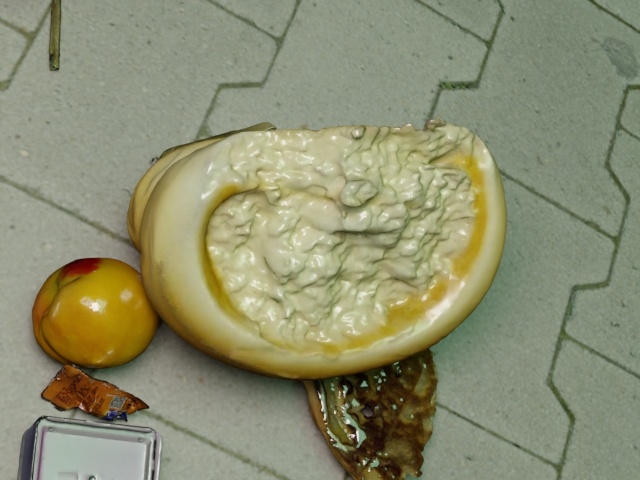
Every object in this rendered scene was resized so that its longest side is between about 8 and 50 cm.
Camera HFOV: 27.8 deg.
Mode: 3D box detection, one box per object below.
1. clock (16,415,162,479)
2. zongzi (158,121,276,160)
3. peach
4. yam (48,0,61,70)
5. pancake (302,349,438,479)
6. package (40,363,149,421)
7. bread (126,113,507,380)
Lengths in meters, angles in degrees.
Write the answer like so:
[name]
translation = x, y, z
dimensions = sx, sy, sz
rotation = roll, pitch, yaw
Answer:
[clock]
translation = -0.252, 0.293, 1.394
dimensions = 0.145, 0.073, 0.193
rotation = 11, 68, -23
[zongzi]
translation = -0.108, -0.046, 1.592
dimensions = 0.160, 0.078, 0.176
rotation = -16, 88, -24
[peach]
translation = -0.245, 0.081, 1.437
dimensions = 0.138, 0.138, 0.138
rotation = 9, 68, -23
[yam]
translation = -0.325, -0.256, 1.591
dimensions = 0.014, 0.014, 0.107
rotation = 6, 69, -24
[pancake]
translation = 0.046, 0.191, 1.591
dimensions = 0.212, 0.056, 0.257
rotation = 28, 54, -23
[package]
translation = -0.250, 0.176, 1.441
dimensions = 0.111, 0.077, 0.033
rotation = 25, 60, -28
[bread]
translation = -0.003, -0.026, 1.463
dimensions = 0.424, 0.328, 0.245
rotation = -4, 36, -23
